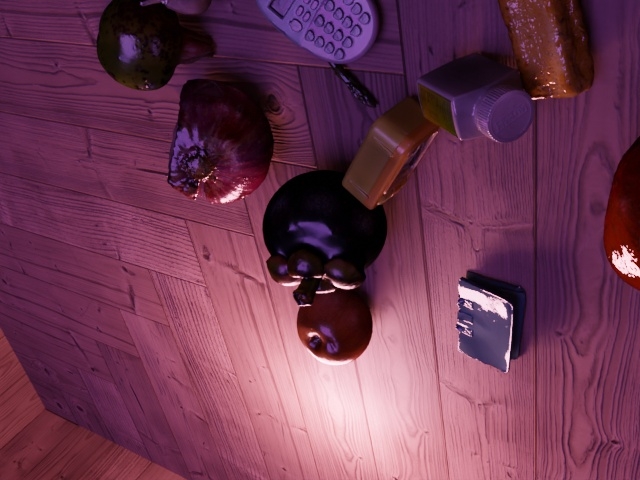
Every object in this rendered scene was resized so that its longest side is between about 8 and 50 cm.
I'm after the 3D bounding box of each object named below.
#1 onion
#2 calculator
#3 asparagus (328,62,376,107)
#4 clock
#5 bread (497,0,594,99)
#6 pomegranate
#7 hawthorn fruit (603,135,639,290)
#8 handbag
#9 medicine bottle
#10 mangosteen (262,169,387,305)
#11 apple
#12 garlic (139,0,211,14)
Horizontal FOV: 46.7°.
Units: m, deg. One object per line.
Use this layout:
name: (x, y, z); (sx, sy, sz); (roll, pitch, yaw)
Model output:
onion: (-0.217, -0.217, 1.642); (0.231, 0.272, 0.256); (17, 147, -8)
calculator: (-0.020, -0.454, 1.372); (0.299, 0.041, 0.185); (41, 128, 2)
asparagus: (0.031, -0.351, 1.452); (0.034, 0.027, 0.236); (-29, 104, 37)
clock: (0.137, -0.166, 1.435); (0.096, 0.143, 0.202); (43, 142, 13)
bread: (0.355, -0.322, 1.161); (0.114, 0.083, 0.210); (5, 128, 44)
pomegranate: (-0.348, -0.421, 1.582); (0.248, 0.214, 0.214); (2, 142, -18)
hawthorn fruit: (0.550, -0.065, 1.091); (0.265, 0.265, 0.307); (-4, 116, 42)
handbag: (0.366, 0.178, 1.620); (0.144, 0.057, 0.221); (21, 136, 31)
medicine bottle: (0.260, -0.232, 1.222); (0.188, 0.132, 0.088); (51, 163, 55)
mangosteen: (0.000, 0.000, 1.575); (0.275, 0.302, 0.275); (13, 154, 6)
apple: (0.031, 0.214, 1.846); (0.201, 0.162, 0.201); (23, 138, 23)
garlic: (-0.314, -0.546, 1.470); (0.230, 0.178, 0.142); (31, 117, -1)
